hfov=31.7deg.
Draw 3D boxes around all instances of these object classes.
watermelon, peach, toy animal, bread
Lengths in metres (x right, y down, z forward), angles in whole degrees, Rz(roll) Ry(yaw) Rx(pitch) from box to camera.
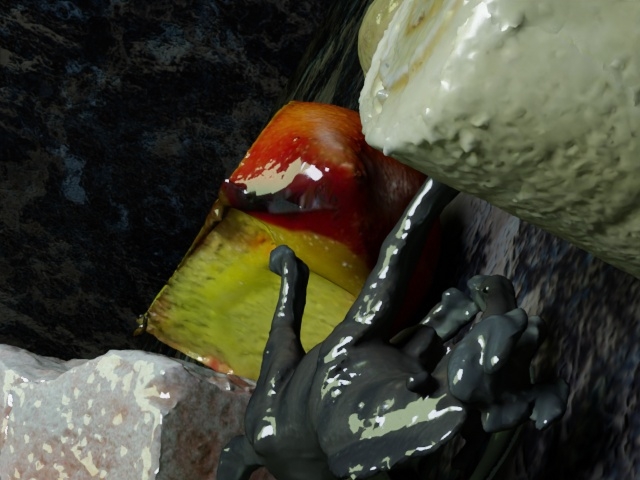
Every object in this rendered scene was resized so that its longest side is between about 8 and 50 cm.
[{"bbox_3d":[-0.106,0.165,0.731,0.193,0.232,0.310,-5,20,41],"label":"watermelon"},{"bbox_3d":[0.002,-0.004,0.741,0.154,0.158,0.267,-63,6,-35],"label":"peach"},{"bbox_3d":[0.017,0.055,0.498,0.232,0.084,0.148,-28,22,50],"label":"toy animal"},{"bbox_3d":[0.107,-0.074,0.421,0.148,0.141,0.134,-64,8,5],"label":"bread"}]

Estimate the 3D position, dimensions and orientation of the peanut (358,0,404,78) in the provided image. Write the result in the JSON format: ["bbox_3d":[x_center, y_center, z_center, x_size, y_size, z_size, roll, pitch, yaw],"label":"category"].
[{"bbox_3d":[0.097,-0.214,0.993,0.214,0.090,0.099,-55,25,39],"label":"peanut"}]

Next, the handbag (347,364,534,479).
[{"bbox_3d":[0.012,0.190,0.508,0.315,0.109,0.241,-50,11,2],"label":"handbag"}]
